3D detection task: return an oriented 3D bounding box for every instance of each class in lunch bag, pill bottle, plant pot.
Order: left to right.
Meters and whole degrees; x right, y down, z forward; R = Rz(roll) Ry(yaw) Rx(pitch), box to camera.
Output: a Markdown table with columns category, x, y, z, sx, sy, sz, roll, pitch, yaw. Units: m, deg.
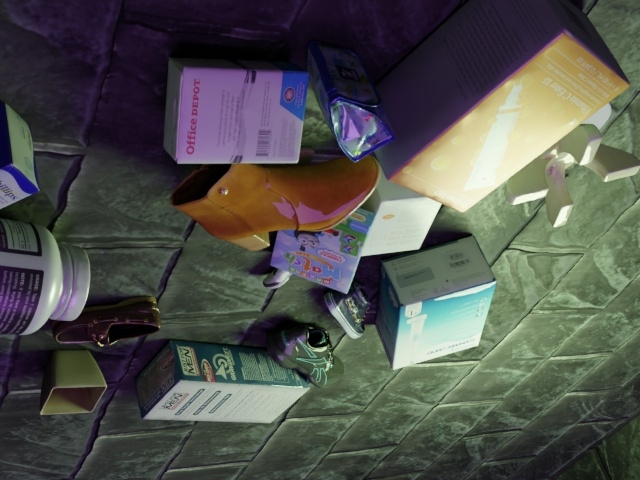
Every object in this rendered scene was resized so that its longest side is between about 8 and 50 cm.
| category | x | y | z | sx | sy | sz | roll | pitch | yaw |
| --- | --- | --- | --- | --- | --- | --- | --- | --- | --- |
| pill bottle | -0.532 | 0.051 | 1.424 | 0.322 | 0.182 | 0.181 | 10 | 137 | -37 |
| plant pot | -0.502 | 0.279 | 1.852 | 0.109 | 0.096 | 0.109 | 3 | 142 | -32 |
| lunch bag | 0.036 | -0.215 | 1.382 | 0.096 | 0.129 | 0.151 | -31 | 144 | 15 |

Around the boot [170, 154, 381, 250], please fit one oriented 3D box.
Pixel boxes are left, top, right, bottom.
| category | x | y | z | sx | sy | sz | roll | pitch | yaw |
| --- | --- | --- | --- | --- | --- | --- | --- | --- | --- |
| boot | -0.070 | -0.085 | 1.455 | 0.295 | 0.104 | 0.211 | -27 | 147 | 19 |

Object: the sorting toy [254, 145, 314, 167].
| category | x | y | z | sx | sy | sz | roll | pitch | yaw |
| --- | --- | --- | --- | --- | --- | --- | --- | --- | --- |
| sorting toy | -0.098 | -0.114 | 1.536 | 0.132 | 0.046 | 0.275 | -2 | 143 | -25 |

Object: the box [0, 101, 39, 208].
| category | x | y | z | sx | sy | sz | roll | pitch | yaw |
| --- | --- | --- | --- | --- | --- | --- | --- | --- | --- |
| box | -0.472 | -0.105 | 1.278 | 0.137 | 0.126 | 0.072 | -24 | 146 | 5 |

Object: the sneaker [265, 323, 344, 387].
| category | x | y | z | sx | sy | sz | roll | pitch | yaw |
| --- | --- | --- | --- | --- | --- | --- | --- | --- | --- |
| sneaker | -0.009 | 0.259 | 2.084 | 0.106 | 0.101 | 0.267 | -34 | 145 | 18 |

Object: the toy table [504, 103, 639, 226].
| category | x | y | z | sx | sy | sz | roll | pitch | yaw |
| --- | --- | --- | --- | --- | --- | --- | --- | --- | --- |
| toy table | 0.417 | -0.156 | 1.646 | 0.274 | 0.161 | 0.252 | -20 | 148 | -2 |

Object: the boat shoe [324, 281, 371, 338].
| category | x | y | z | sx | sy | sz | roll | pitch | yaw |
| --- | --- | --- | --- | --- | --- | --- | --- | --- | --- |
| boat shoe | 0.080 | 0.153 | 2.006 | 0.083 | 0.065 | 0.183 | -25 | 146 | 10 |

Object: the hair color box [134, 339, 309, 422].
| category | x | y | z | sx | sy | sz | roll | pitch | yaw |
| --- | --- | --- | --- | --- | --- | --- | --- | --- | --- |
| hair color box | -0.216 | 0.319 | 2.056 | 0.347 | 0.105 | 0.174 | 11 | 136 | -39 |

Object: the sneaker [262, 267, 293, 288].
| category | x | y | z | sx | sy | sz | roll | pitch | yaw |
| --- | --- | --- | --- | --- | --- | --- | --- | --- | --- |
| sneaker | -0.073 | 0.055 | 1.814 | 0.109 | 0.040 | 0.044 | -34 | 129 | 15 |

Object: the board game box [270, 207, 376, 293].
| category | x | y | z | sx | sy | sz | roll | pitch | yaw |
| --- | --- | --- | --- | --- | --- | --- | --- | --- | --- |
| board game box | 0.000 | 0.000 | 1.689 | 0.160 | 0.039 | 0.212 | 20 | 142 | 4 |

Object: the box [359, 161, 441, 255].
| category | x | y | z | sx | sy | sz | roll | pitch | yaw |
| --- | --- | --- | --- | --- | --- | --- | --- | --- | --- |
| box | 0.134 | -0.060 | 1.697 | 0.130 | 0.091 | 0.170 | -6 | 146 | -20 |

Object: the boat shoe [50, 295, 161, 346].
| category | x | y | z | sx | sy | sz | roll | pitch | yaw |
| --- | --- | --- | --- | --- | --- | --- | --- | --- | --- |
| boat shoe | -0.407 | 0.164 | 1.758 | 0.206 | 0.073 | 0.073 | -14 | 148 | -6 |

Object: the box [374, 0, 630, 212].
| category | x | y | z | sx | sy | sz | roll | pitch | yaw |
| --- | --- | --- | --- | --- | --- | --- | --- | --- | --- |
| box | 0.262 | -0.229 | 1.447 | 0.215 | 0.168 | 0.345 | 18 | 132 | -44 |

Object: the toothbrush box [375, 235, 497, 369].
| category | x | y | z | sx | sy | sz | roll | pitch | yaw |
| --- | --- | --- | --- | --- | --- | --- | --- | --- | --- |
| toothbrush box | 0.245 | 0.142 | 2.022 | 0.216 | 0.126 | 0.296 | -15 | 146 | -9 |

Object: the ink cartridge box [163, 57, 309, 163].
| category | x | y | z | sx | sy | sz | roll | pitch | yaw |
| --- | --- | --- | --- | --- | --- | --- | --- | --- | --- |
| ink cartridge box | -0.123 | -0.187 | 1.335 | 0.190 | 0.082 | 0.140 | -2 | 113 | -24 |
